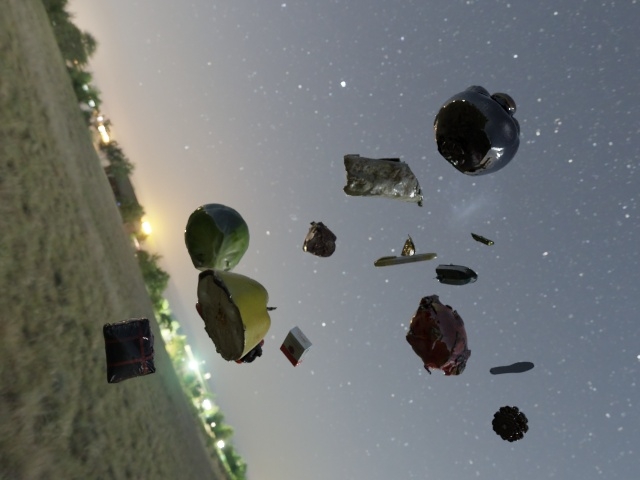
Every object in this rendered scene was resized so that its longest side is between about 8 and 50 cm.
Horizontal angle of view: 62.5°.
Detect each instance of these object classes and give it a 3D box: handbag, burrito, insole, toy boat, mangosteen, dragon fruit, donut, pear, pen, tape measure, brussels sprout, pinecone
[{"bbox_3d":[-0.677,0.387,1.877,0.155,0.170,0.215,163,-80,-70],"label":"handbag"},{"bbox_3d":[0.247,-0.231,1.991,0.107,0.348,0.174,-111,-148,-67],"label":"burrito"},{"bbox_3d":[0.832,0.558,2.295,0.064,0.189,0.004,-77,152,-60],"label":"insole"},{"bbox_3d":[0.624,0.154,2.395,0.246,0.103,0.092,-1,-66,63],"label":"toy boat"},{"bbox_3d":[0.490,-0.339,1.621,0.287,0.288,0.233,56,-41,35],"label":"mangosteen"},{"bbox_3d":[0.460,0.377,2.086,0.314,0.250,0.250,63,-17,-1],"label":"dragon fruit"},{"bbox_3d":[-0.003,0.003,2.151,0.126,0.144,0.186,30,-7,-7],"label":"donut"},{"bbox_3d":[-0.223,0.187,1.478,0.267,0.178,0.266,21,-60,42],"label":"pear"},{"bbox_3d":[0.313,0.067,1.946,0.032,0.234,0.040,-80,161,-78],"label":"pen"},{"bbox_3d":[-0.284,0.266,1.673,0.260,0.114,0.253,52,-12,1],"label":"tape measure"},{"bbox_3d":[-0.471,-0.001,2.399,0.281,0.290,0.354,132,-33,-54],"label":"brussels sprout"},{"bbox_3d":[0.742,0.708,2.050,0.140,0.121,0.140,-11,-105,43],"label":"pinecone"}]

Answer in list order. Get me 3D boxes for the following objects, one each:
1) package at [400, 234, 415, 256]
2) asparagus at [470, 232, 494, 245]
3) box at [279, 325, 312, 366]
[{"bbox_3d":[0.447,0.039,2.651,0.071,0.047,0.131,-101,-159,-59],"label":"package"},{"bbox_3d":[0.604,-0.005,1.986,0.108,0.021,0.025,31,-38,46],"label":"asparagus"},{"bbox_3d":[-0.096,0.413,2.049,0.100,0.048,0.152,49,-38,20],"label":"box"}]
